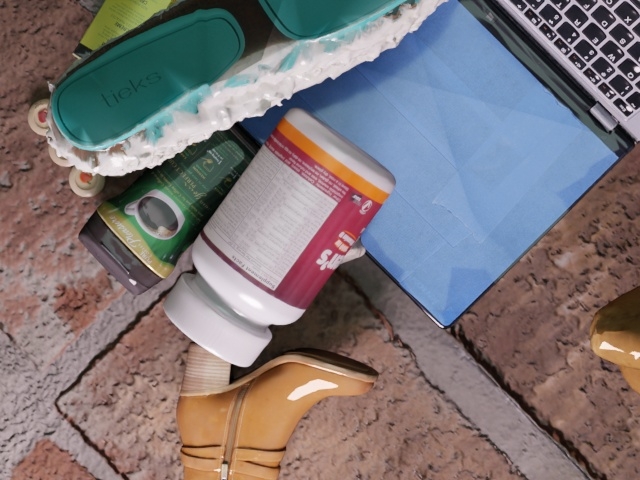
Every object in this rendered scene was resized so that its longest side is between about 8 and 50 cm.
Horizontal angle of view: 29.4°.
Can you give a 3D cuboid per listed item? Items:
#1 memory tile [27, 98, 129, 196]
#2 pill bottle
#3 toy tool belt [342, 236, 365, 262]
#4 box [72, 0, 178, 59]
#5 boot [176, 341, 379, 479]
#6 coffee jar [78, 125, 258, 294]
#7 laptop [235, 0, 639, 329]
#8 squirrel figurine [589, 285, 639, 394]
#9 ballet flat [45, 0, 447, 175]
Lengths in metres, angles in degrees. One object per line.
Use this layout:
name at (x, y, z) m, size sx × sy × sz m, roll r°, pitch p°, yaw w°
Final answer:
memory tile at (-0.206, -0.121, 1.210) m, size 0.148 × 0.012 × 0.113 m, roll -33°, pitch 90°, yaw 2°
pill bottle at (-0.040, -0.001, 1.113) m, size 0.121 × 0.121 × 0.221 m, roll 36°, pitch 97°, yaw 1°
toy tool belt at (0.000, 0.000, 1.192) m, size 0.083 × 0.052 × 0.051 m, roll -18°, pitch 74°, yaw 22°
box at (-0.147, -0.253, 1.162) m, size 0.058 × 0.087 × 0.232 m, roll 31°, pitch 87°, yaw 0°
boot at (-0.043, 0.181, 1.186) m, size 0.197 × 0.073 × 0.152 m, roll 3°, pitch 90°, yaw 14°
coffee jar at (-0.142, -0.037, 1.177) m, size 0.184 × 0.079 × 0.096 m, roll -43°, pitch 94°, yaw 1°
laptop at (0.134, -0.186, 1.095) m, size 0.382 × 0.408 × 0.236 m, roll 45°, pitch 59°, yaw 0°
squirrel figurine at (0.453, 0.117, 1.018) m, size 0.397 × 0.370 × 0.281 m, roll 8°, pitch 51°, yaw 27°
ballet flat at (-0.051, -0.178, 1.077) m, size 0.409 × 0.147 × 0.147 m, roll -26°, pitch 91°, yaw 4°
